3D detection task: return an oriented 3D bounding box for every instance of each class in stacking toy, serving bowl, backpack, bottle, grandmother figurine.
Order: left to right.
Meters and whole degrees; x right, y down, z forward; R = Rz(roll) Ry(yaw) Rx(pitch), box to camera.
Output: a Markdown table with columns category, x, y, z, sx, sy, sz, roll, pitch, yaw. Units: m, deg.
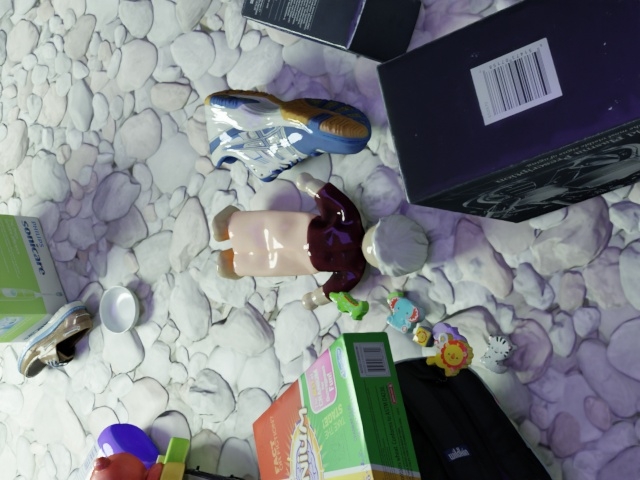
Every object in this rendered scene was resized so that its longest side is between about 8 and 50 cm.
| category | x | y | z | sx | sy | sz | roll | pitch | yaw |
| --- | --- | --- | --- | --- | --- | --- | --- | --- | --- |
| bottle | -0.375 | 0.445 | 1.835 | 0.118 | 0.092 | 0.283 | 43 | 110 | 35 |
| stacking toy | -0.305 | 0.435 | 1.670 | 0.130 | 0.279 | 0.309 | 18 | 101 | -5 |
| serving bowl | -0.340 | 0.119 | 1.871 | 0.083 | 0.027 | 0.083 | -2 | 86 | 34 |
| grandmother figurine | 0.000 | 0.000 | 1.620 | 0.342 | 0.104 | 0.208 | 3 | 116 | 31 |
| stacking toy | 0.143 | 0.115 | 1.470 | 0.221 | 0.167 | 0.052 | 29 | 101 | 32 |
| backpack | 0.151 | 0.282 | 1.419 | 0.191 | 0.225 | 0.254 | -57 | 50 | 43 |

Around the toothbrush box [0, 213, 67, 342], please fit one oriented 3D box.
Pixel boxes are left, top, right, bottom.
| category | x | y | z | sx | sy | sz | roll | pitch | yaw |
| --- | --- | --- | --- | --- | --- | --- | --- | --- | --- |
| toothbrush box | -0.603 | 0.064 | 1.894 | 0.122 | 0.283 | 0.206 | -34 | 70 | 28 |

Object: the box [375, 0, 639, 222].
| category | x | y | z | sx | sy | sz | roll | pitch | yaw |
| --- | --- | --- | --- | --- | --- | --- | --- | --- | --- |
| box | 0.301 | -0.162 | 1.297 | 0.343 | 0.312 | 0.179 | -20 | 77 | 31 |

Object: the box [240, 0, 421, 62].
| category | x | y | z | sx | sy | sz | roll | pitch | yaw |
| --- | --- | --- | --- | --- | --- | --- | --- | --- | --- |
| box | 0.016 | -0.340 | 1.590 | 0.207 | 0.153 | 0.108 | 24 | 101 | 33 |

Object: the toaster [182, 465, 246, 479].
| category | x | y | z | sx | sy | sz | roll | pitch | yaw |
| --- | --- | --- | --- | --- | --- | --- | --- | --- | --- |
| toaster | -0.117 | 0.412 | 1.607 | 0.168 | 0.185 | 0.110 | 5 | 67 | 32 |

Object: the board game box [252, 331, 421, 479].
| category | x | y | z | sx | sy | sz | roll | pitch | yaw |
| --- | --- | --- | --- | --- | --- | --- | --- | --- | --- |
| board game box | 0.014 | 0.289 | 1.376 | 0.316 | 0.064 | 0.242 | -51 | 44 | 51 |

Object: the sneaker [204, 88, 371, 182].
| category | x | y | z | sx | sy | sz | roll | pitch | yaw |
| --- | --- | --- | --- | --- | --- | --- | --- | --- | --- |
| sneaker | -0.048 | -0.151 | 1.667 | 0.296 | 0.112 | 0.131 | 14 | 112 | 35 |

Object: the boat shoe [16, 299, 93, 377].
| category | x | y | z | sx | sy | sz | roll | pitch | yaw |
| --- | --- | --- | --- | --- | --- | --- | --- | --- | --- |
| boat shoe | -0.472 | 0.189 | 1.931 | 0.183 | 0.066 | 0.066 | -49 | 65 | 21 |
